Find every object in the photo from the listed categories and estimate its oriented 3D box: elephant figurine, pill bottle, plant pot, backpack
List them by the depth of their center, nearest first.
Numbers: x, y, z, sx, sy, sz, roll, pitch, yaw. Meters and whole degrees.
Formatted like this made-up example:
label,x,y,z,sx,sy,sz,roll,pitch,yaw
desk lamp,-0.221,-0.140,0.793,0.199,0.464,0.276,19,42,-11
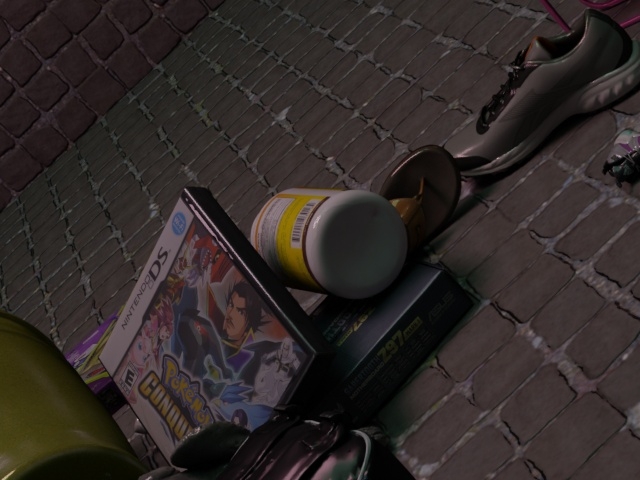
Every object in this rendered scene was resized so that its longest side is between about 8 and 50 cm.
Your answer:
label,x,y,z,sx,sy,sz,roll,pitch,yaw
backpack,-0.037,0.287,1.296,0.253,0.191,0.225,-45,19,-21
elephant figurine,-0.083,0.243,1.489,0.239,0.169,0.186,-37,16,26
plant pot,-0.347,0.287,1.697,0.366,0.366,0.353,-49,33,-15
pill bottle,0.000,0.000,1.715,0.117,0.117,0.215,-49,20,-14

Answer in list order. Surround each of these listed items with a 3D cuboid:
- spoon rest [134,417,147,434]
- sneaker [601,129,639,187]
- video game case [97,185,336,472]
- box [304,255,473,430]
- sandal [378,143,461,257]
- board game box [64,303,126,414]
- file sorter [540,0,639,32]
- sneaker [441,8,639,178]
label,x,y,z,sx,sy,sz,roll,pitch,yaw
spoon rest,-0.149,0.139,1.816,0.276,0.084,0.137,116,165,-48
sneaker,0.322,-0.081,1.575,0.069,0.038,0.098,-53,14,-19
video game case,-0.119,0.122,1.647,0.275,0.035,0.248,50,122,36
box,0.034,0.116,1.676,0.232,0.059,0.183,-47,22,-10
sandal,0.079,-0.014,1.794,0.219,0.090,0.060,-43,8,10
board game box,-0.310,0.186,2.178,0.347,0.056,0.208,-40,25,8
file sorter,0.371,-0.414,1.910,0.202,0.182,0.290,-21,31,42
sneaker,0.240,-0.170,1.787,0.271,0.108,0.100,-35,24,24
